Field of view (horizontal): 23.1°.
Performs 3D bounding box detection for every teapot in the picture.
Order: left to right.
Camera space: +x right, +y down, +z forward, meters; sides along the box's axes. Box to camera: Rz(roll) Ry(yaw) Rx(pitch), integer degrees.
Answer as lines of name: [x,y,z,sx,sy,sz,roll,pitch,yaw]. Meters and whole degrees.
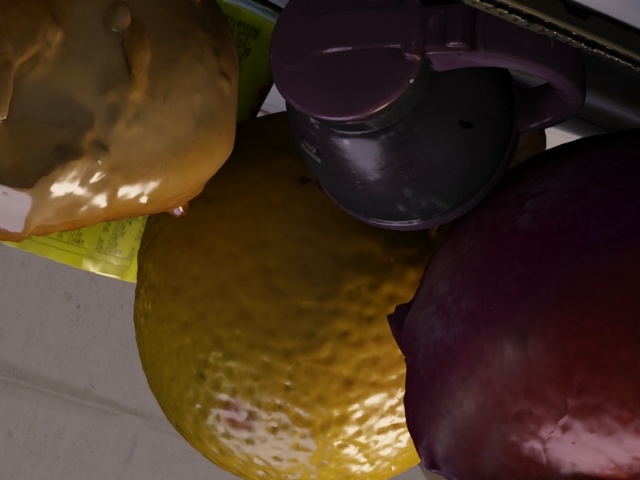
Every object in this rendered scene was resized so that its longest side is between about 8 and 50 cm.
teapot: [0.044,-0.070,0.775,0.148,0.116,0.146,25,174,25]

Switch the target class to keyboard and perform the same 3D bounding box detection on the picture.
keyboard: [0.101,-0.094,0.678,0.129,0.015,0.049,19,-178,-18]

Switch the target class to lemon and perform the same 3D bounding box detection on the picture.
lemon: [-0.004,0.044,0.985,0.228,0.253,0.228,6,-179,0]

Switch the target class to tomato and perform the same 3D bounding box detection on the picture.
tomato: [0.211,0.025,0.822,0.335,0.176,0.289,14,-144,4]

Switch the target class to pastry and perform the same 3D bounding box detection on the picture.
pastry: [-0.191,-0.115,0.863,0.284,0.184,0.316,-9,-162,-42]

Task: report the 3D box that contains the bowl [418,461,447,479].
bowl: [0.207,0.043,1.068,0.345,0.345,0.157,21,147,37]

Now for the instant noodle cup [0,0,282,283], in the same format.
instant noodle cup: [-0.187,-0.107,1.180,0.311,0.221,0.311,21,-179,-1]

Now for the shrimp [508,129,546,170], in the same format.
shrimp: [0.070,-0.097,1.153,0.168,0.077,0.317,30,176,-8]
